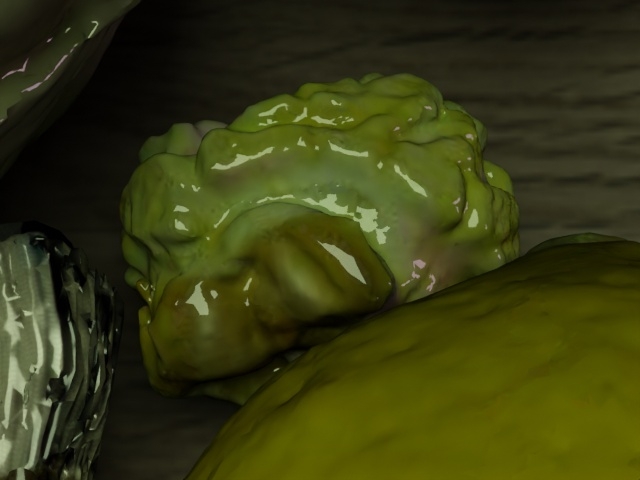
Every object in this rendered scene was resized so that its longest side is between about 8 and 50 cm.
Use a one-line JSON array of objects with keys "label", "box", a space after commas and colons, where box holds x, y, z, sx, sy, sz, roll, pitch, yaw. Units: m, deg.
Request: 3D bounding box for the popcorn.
[{"label": "popcorn", "box": [0.000, 0.000, 0.667, 0.145, 0.125, 0.126, 2, 58, -16]}]

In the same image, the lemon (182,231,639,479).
[{"label": "lemon", "box": [0.082, 0.169, 0.501, 0.336, 0.336, 0.336, -1, 70, 3]}]

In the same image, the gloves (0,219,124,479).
[{"label": "gloves", "box": [-0.144, 0.158, 0.612, 0.210, 0.135, 0.312, -11, 73, -7]}]

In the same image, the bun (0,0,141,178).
[{"label": "bun", "box": [-0.149, -0.133, 0.626, 0.219, 0.365, 0.365, 31, 73, -19]}]
